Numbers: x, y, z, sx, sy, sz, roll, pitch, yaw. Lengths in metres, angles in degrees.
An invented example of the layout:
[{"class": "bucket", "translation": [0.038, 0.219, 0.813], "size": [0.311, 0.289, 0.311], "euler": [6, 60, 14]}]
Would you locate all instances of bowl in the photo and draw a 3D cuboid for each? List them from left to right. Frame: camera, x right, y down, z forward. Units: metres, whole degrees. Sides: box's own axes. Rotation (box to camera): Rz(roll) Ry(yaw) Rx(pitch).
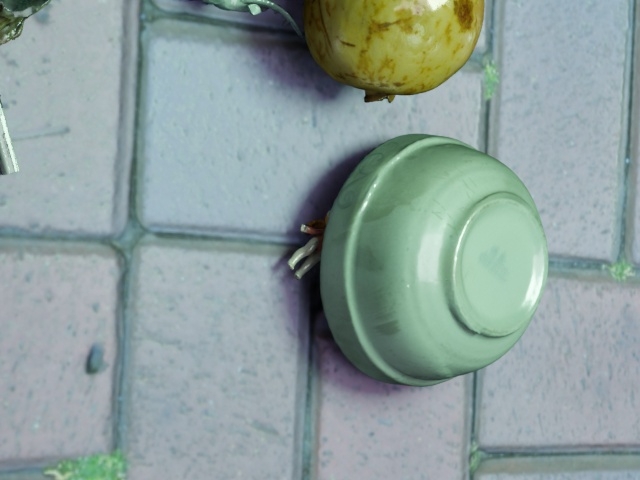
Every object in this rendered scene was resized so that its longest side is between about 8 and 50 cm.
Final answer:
[{"class": "bowl", "translation": [0.155, 0.027, 1.956], "size": [0.307, 0.163, 0.307], "euler": [-4, 96, -42]}]

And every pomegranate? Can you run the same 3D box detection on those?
[{"class": "pomegranate", "translation": [0.085, -0.258, 1.897], "size": [0.215, 0.215, 0.215], "euler": [-1, 91, -34]}]

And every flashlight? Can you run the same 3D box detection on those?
[{"class": "flashlight", "translation": [-0.335, -0.111, 1.732], "size": [0.018, 0.018, 0.083], "euler": [-19, 101, -30]}]

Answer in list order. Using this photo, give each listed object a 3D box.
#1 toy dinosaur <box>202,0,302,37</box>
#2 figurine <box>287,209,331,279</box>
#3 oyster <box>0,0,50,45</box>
[{"class": "toy dinosaur", "translation": [-0.101, -0.275, 1.851], "size": [0.209, 0.082, 0.039], "euler": [21, 83, -35]}, {"class": "figurine", "translation": [0.000, 0.000, 1.945], "size": [0.109, 0.047, 0.064], "euler": [-44, 117, -23]}, {"class": "oyster", "translation": [-0.349, -0.273, 1.680], "size": [0.361, 0.096, 0.221], "euler": [-26, 112, -29]}]
